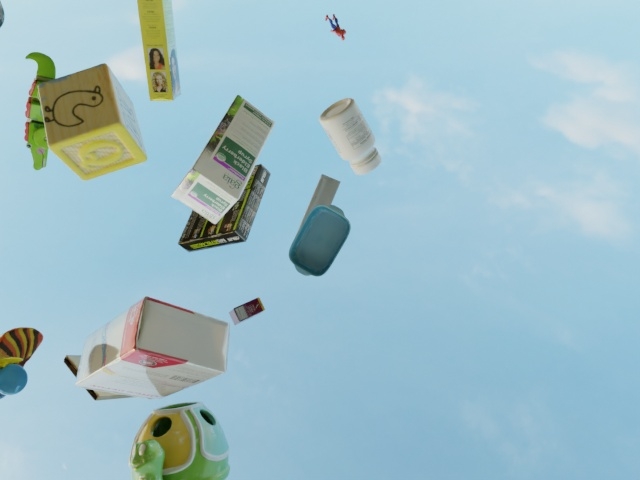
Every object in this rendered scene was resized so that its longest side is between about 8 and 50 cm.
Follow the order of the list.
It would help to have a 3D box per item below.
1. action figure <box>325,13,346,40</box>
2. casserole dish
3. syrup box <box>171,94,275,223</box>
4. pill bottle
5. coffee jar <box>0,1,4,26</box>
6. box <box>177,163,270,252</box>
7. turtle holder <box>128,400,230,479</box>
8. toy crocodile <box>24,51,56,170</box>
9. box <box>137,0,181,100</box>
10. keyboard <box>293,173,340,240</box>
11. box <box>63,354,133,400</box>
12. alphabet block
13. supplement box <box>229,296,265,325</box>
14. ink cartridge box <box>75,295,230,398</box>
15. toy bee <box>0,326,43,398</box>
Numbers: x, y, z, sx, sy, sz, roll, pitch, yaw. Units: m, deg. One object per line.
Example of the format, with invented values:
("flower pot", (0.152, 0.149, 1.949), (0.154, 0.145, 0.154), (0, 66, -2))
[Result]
("action figure", (0.048, -0.617, 1.491), (0.038, 0.030, 0.115), (-9, -128, -19))
("casserole dish", (0.000, 0.000, 1.269), (0.114, 0.037, 0.188), (31, -81, 9))
("syrup box", (-0.173, -0.153, 0.947), (0.093, 0.096, 0.237), (35, -136, -19))
("pill bottle", (0.104, -0.333, 1.667), (0.131, 0.229, 0.131), (-26, -150, 16))
("coffee jar", (-0.470, -0.304, 0.631), (0.184, 0.096, 0.079), (23, -130, 38))
("box", (-0.214, -0.071, 1.144), (0.184, 0.045, 0.190), (-9, -129, 32))
("turtle holder", (-0.368, 0.526, 1.257), (0.243, 0.320, 0.227), (-13, -103, 34))
("toy crocodile", (-0.817, -0.373, 1.498), (0.105, 0.340, 0.115), (6, -155, -29))
("box", (-0.358, -0.435, 1.143), (0.058, 0.232, 0.087), (-1, -153, -2))
("keyboard", (-0.012, -0.098, 1.756), (0.072, 0.014, 0.256), (23, -90, -3))
("box", (-0.569, 0.369, 1.390), (0.164, 0.201, 0.021), (35, -87, 27))
("alphabet block", (-0.592, -0.305, 1.346), (0.192, 0.193, 0.197), (-21, -110, -3))
("supplement box", (-0.206, 0.198, 1.436), (0.083, 0.055, 0.043), (-22, -98, -30))
("ink cartridge box", (-0.389, 0.262, 1.188), (0.306, 0.226, 0.131), (-28, -130, 38))
("toy bee", (-0.758, 0.311, 1.162), (0.195, 0.162, 0.298), (-36, -141, 12))
